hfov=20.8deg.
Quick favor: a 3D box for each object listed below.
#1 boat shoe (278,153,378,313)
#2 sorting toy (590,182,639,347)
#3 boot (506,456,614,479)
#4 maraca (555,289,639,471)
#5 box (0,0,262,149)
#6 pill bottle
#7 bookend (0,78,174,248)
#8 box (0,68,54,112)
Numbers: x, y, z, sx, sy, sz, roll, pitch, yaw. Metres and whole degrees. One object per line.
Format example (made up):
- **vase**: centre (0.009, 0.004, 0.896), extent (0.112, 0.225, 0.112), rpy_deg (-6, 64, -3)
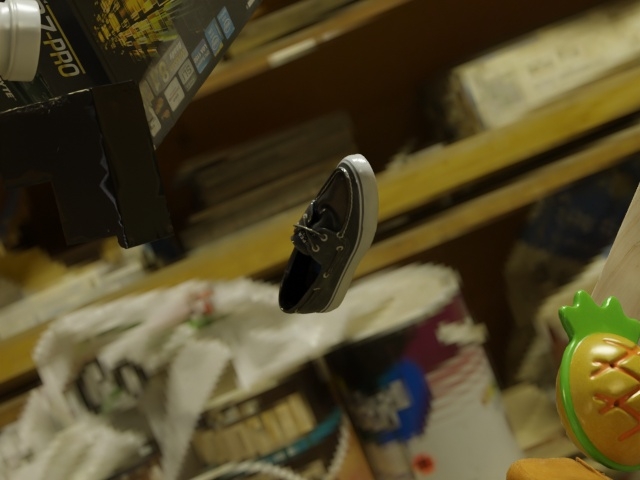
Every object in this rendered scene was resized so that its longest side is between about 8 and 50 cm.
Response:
- **boat shoe**: centre (0.000, 0.000, 1.947), extent (0.076, 0.080, 0.228), rpy_deg (-13, -35, -30)
- **sorting toy**: centre (0.449, 0.086, 2.006), extent (0.255, 0.257, 0.089), rpy_deg (21, -13, 20)
- **boot**: centre (0.327, 0.279, 1.611), extent (0.104, 0.295, 0.211), rpy_deg (-63, 28, 3)
- **maraca**: centre (0.284, 0.138, 1.717), extent (0.127, 0.186, 0.099), rpy_deg (13, -30, -34)
- **box**: centre (-0.198, -0.326, 1.866), extent (0.097, 0.318, 0.395), rpy_deg (-4, 36, 30)
- **pill bottle**: centre (-0.323, -0.172, 1.451), extent (0.169, 0.094, 0.094), rpy_deg (2, 1, -20)
- **bookend**: centre (-0.239, -0.063, 1.698), extent (0.156, 0.157, 0.072), rpy_deg (-11, 4, 35)
- **box**: centre (-0.365, -0.160, 1.931), extent (0.175, 0.220, 0.051), rpy_deg (6, 52, 37)
